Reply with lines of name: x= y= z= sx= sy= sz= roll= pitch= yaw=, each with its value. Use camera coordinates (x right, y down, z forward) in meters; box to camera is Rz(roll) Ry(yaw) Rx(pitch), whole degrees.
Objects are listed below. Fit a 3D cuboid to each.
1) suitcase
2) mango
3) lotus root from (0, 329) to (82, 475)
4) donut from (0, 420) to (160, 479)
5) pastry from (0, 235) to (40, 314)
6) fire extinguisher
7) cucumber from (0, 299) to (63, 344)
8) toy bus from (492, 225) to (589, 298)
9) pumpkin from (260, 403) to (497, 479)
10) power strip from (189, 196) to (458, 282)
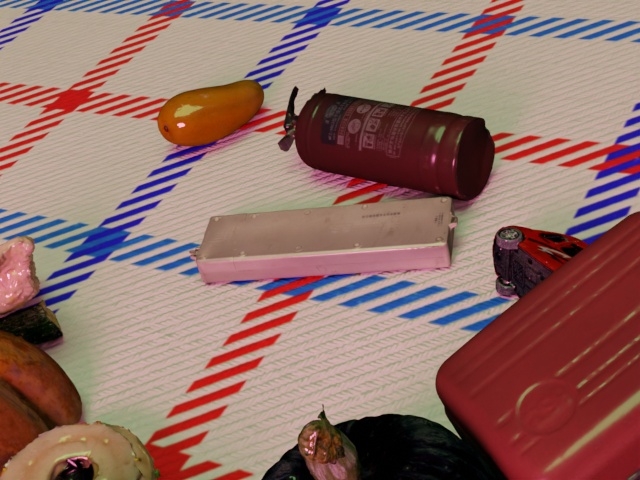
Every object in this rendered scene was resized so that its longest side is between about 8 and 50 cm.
suitcase: x=0.279 y=0.133 z=1.064 sx=0.297 sy=0.161 sz=0.236 roll=-38 pitch=35 yaw=-2
mango: x=-0.167 y=-0.201 z=1.788 sx=0.184 sy=0.084 sz=0.102 roll=-20 pitch=31 yaw=-23
lotus root: x=-0.386 y=0.178 z=1.295 sx=0.199 sy=0.179 sz=0.188 roll=-27 pitch=35 yaw=-15
donut: x=-0.255 y=0.270 z=1.207 sx=0.175 sy=0.068 sz=0.174 roll=-4 pitch=40 yaw=4
pastry: x=-0.412 y=0.049 z=1.464 sx=0.122 sy=0.089 sz=0.258 roll=-30 pitch=7 yaw=-18
fire extinguisher: x=0.074 y=-0.147 z=1.595 sx=0.337 sy=0.114 sz=0.135 roll=13 pitch=61 yaw=33
cucumber: x=-0.428 y=0.136 z=1.461 sx=0.187 sy=0.058 sz=0.058 roll=-24 pitch=37 yaw=-13
toy bus: x=0.279 y=0.045 z=1.306 sx=0.089 sy=0.081 sz=0.195 roll=-20 pitch=35 yaw=-22
pumpkin: x=0.038 y=0.241 z=0.999 sx=0.248 sy=0.248 sz=0.248 roll=-10 pitch=37 yaw=8
power strip: x=0.000 y=0.000 z=1.494 sx=0.368 sy=0.043 sz=0.106 roll=-4 pitch=38 yaw=15
